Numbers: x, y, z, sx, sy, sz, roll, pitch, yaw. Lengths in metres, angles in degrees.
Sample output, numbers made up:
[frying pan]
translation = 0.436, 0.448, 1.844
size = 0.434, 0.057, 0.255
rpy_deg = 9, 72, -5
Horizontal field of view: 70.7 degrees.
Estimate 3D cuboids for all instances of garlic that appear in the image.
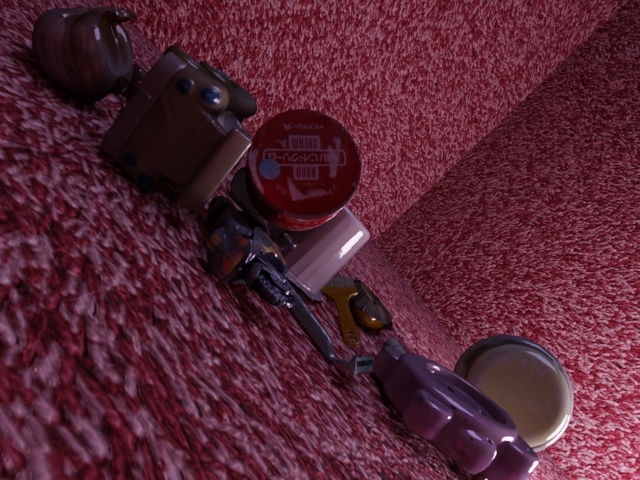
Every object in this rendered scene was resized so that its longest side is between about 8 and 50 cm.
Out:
[garlic]
translation = -0.429, -0.369, 0.897
size = 0.207, 0.207, 0.257
rpy_deg = 48, 2, 15

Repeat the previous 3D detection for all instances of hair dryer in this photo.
[hair dryer]
translation = 0.232, 0.335, 1.258
size = 0.137, 0.047, 0.082
rpy_deg = 48, 6, -41

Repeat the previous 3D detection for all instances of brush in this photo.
[brush]
translation = 0.057, 0.169, 1.129
size = 0.103, 0.013, 0.272
rpy_deg = 2, 29, -10

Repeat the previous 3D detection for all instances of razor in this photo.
[razor]
translation = -0.016, 0.162, 0.887
size = 0.278, 0.056, 0.111
rpy_deg = 42, 6, 25

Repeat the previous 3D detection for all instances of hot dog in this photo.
[hot dog]
translation = 0.137, 0.196, 1.323
size = 0.162, 0.082, 0.270
rpy_deg = 56, 7, 27

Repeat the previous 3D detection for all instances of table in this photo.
[table]
translation = -0.162, -0.144, 1.312
size = 0.126, 0.126, 0.220
rpy_deg = 47, 8, 6

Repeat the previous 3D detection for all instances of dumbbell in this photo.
[dumbbell]
translation = -0.443, -0.359, 1.127
size = 0.092, 0.082, 0.231
rpy_deg = 36, 13, -51

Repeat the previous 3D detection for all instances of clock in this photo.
[clock]
translation = 0.273, 0.364, 0.970
size = 0.322, 0.113, 0.295
rpy_deg = 31, 7, -21

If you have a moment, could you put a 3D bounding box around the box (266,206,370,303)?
[box]
translation = 0.000, 0.000, 1.098
size = 0.262, 0.206, 0.291
rpy_deg = 51, 6, 24

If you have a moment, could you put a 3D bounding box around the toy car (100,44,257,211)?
[toy car]
translation = -0.232, -0.207, 0.889
size = 0.226, 0.242, 0.336
rpy_deg = 39, 12, -4

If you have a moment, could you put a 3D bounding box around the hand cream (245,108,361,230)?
[hand cream]
translation = -0.040, -0.133, 0.906
size = 0.230, 0.230, 0.149
rpy_deg = 46, -14, 1

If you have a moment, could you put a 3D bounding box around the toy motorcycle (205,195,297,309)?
[toy motorcycle]
translation = -0.134, 0.012, 0.821
size = 0.173, 0.108, 0.307
rpy_deg = 35, 11, -29

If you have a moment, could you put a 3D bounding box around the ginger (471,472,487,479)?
[ginger]
translation = 0.382, 0.532, 0.988
size = 0.165, 0.067, 0.096
rpy_deg = 9, 35, -53

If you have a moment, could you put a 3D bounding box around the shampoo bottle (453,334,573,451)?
[shampoo bottle]
translation = 0.544, 0.440, 1.310
size = 0.322, 0.322, 0.317
rpy_deg = 49, -3, 20
